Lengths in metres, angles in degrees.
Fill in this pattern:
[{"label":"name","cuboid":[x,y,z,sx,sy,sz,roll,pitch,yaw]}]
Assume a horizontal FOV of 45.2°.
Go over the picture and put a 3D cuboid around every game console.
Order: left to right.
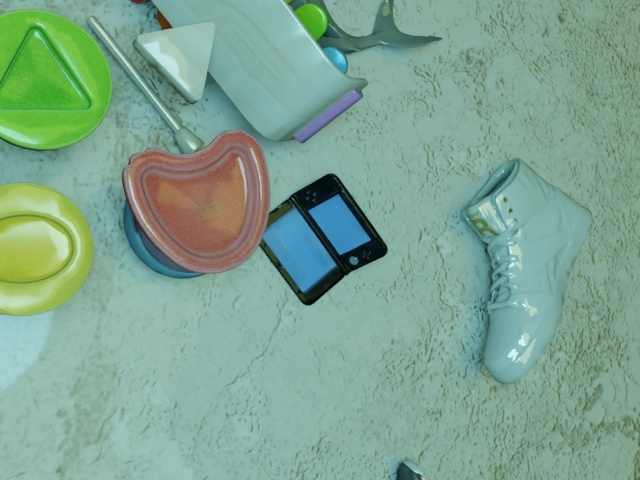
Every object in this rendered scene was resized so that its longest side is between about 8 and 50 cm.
[{"label":"game console","cuboid":[0.000,0.000,0.919,0.122,0.107,0.071,54,38,-12]}]

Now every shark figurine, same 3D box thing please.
[{"label":"shark figurine","cuboid":[0.015,-0.262,0.915,0.278,0.116,0.166,26,102,-46]}]

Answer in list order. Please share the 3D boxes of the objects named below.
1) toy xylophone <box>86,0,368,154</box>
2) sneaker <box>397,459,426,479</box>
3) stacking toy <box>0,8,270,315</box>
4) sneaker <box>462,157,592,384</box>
[{"label":"toy xylophone","cuboid":[-0.111,-0.236,0.842,0.322,0.236,0.081,59,23,-14]},{"label":"sneaker","cuboid":[0.102,0.350,0.939,0.065,0.061,0.157,-3,86,-19]},{"label":"stacking toy","cuboid":[-0.222,-0.078,0.787,0.309,0.130,0.279,-8,89,-28]},{"label":"sneaker","cuboid":[0.240,0.028,1.016,0.169,0.108,0.292,36,61,-16]}]
